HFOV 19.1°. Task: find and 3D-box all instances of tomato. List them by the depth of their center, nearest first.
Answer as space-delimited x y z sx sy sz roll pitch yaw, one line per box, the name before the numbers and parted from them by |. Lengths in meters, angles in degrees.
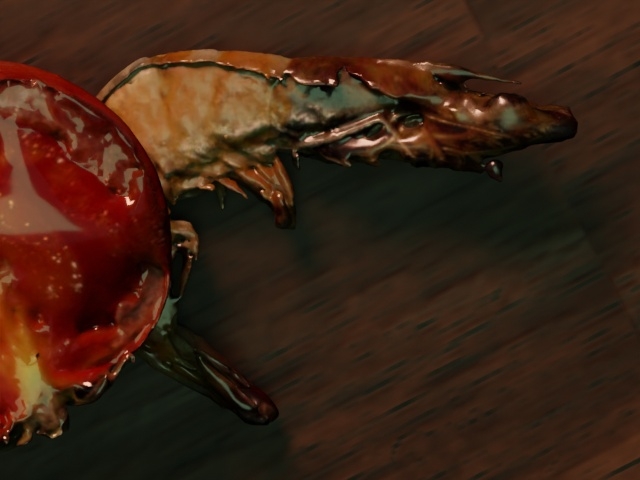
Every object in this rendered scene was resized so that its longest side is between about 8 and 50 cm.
tomato | -0.135 0.006 0.706 0.159 0.091 0.139 -34 107 -4

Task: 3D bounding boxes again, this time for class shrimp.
shrimp | 0.000 0.001 0.733 0.195 0.035 0.148 1 98 6
